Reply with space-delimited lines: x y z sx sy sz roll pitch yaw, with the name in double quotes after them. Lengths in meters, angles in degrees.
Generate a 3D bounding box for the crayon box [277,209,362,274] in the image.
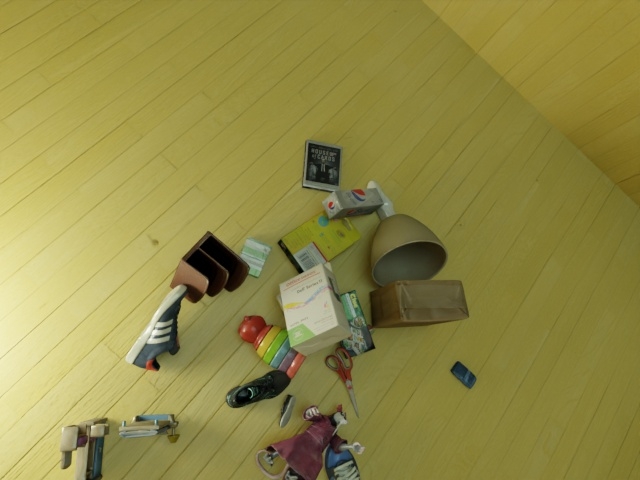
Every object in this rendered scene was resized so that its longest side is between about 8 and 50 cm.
0.000 0.000 2.025 0.319 0.081 0.202 -34 87 -21 "crayon box"

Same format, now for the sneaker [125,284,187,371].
-0.562 0.329 1.709 0.148 0.131 0.349 33 97 -12 "sneaker"

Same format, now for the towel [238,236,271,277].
-0.285 0.071 1.955 0.113 0.023 0.151 24 72 -7 "towel"

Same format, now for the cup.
0.358 0.022 2.028 0.332 0.330 0.236 1 49 -17 "cup"

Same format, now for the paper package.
0.400 0.271 1.939 0.310 0.325 0.167 1 74 -16 "paper package"

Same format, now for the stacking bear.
-0.189 0.399 1.820 0.289 0.175 0.164 32 41 6 "stacking bear"

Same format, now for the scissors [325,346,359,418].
0.123 0.584 1.904 0.109 0.021 0.296 -31 85 13 "scissors"

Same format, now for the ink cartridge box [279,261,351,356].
-0.033 0.232 1.769 0.207 0.119 0.353 -28 49 14 "ink cartridge box"

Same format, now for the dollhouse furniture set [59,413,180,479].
-0.644 0.696 1.528 0.304 0.286 0.197 -1 75 -5 "dollhouse furniture set"

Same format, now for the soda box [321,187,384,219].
0.148 -0.166 2.046 0.287 0.098 0.091 -10 69 -43 "soda box"

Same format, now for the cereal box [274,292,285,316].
-0.051 0.256 1.955 0.240 0.047 0.172 -28 87 -22 "cereal box"

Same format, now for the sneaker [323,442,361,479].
0.123 0.922 1.723 0.130 0.236 0.322 -12 79 -20 "sneaker"

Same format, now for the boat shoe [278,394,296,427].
-0.137 0.671 1.822 0.046 0.038 0.125 38 67 -50 "boat shoe"

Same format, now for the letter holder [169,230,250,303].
-0.413 0.139 1.731 0.214 0.302 0.152 40 56 -4 "letter holder"

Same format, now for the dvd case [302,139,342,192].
0.010 -0.344 2.151 0.180 0.029 0.238 8 74 -15 "dvd case"

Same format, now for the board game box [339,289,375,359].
0.125 0.351 1.937 0.136 0.030 0.259 -19 87 -2 "board game box"

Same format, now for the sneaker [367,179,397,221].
0.294 -0.189 2.178 0.094 0.080 0.212 -24 90 -33 "sneaker"

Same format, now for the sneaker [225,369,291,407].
-0.228 0.578 1.785 0.268 0.106 0.101 -20 80 -22 "sneaker"

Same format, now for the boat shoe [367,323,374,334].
0.169 0.411 1.982 0.137 0.049 0.043 -37 51 -9 "boat shoe"

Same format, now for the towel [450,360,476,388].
0.647 0.604 2.080 0.119 0.029 0.067 42 67 -2 "towel"

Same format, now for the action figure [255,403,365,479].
-0.018 0.776 1.765 0.370 0.275 0.248 -30 77 -44 "action figure"
